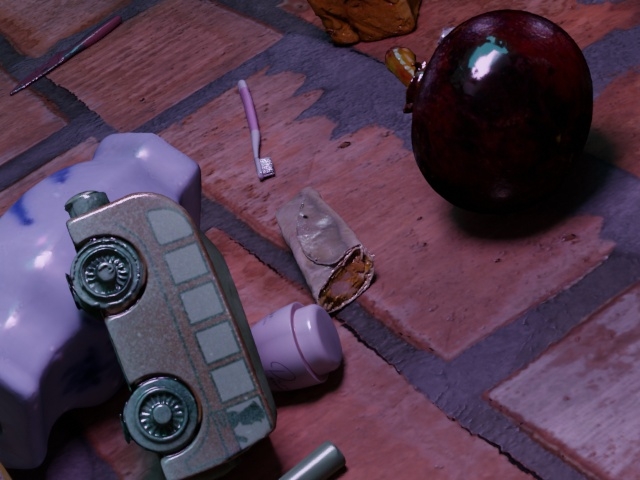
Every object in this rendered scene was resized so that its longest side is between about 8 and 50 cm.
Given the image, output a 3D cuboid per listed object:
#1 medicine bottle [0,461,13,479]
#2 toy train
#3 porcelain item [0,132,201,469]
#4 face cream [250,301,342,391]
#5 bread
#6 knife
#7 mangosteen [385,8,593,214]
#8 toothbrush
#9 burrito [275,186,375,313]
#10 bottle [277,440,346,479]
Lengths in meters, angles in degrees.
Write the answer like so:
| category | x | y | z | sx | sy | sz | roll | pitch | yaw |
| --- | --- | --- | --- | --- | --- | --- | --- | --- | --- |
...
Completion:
| category | x | y | z | sx | sy | sz | roll | pitch | yaw |
| --- | --- | --- | --- | --- | --- | --- | --- | --- | --- |
| medicine bottle | -0.368 | 0.225 | 1.455 | 0.074 | 0.218 | 0.074 | -17 | 32 | 11 |
| toy train | -0.157 | 0.091 | 1.441 | 0.159 | 0.326 | 0.129 | -21 | -8 | -12 |
| porcelain item | -0.282 | 0.059 | 1.631 | 0.179 | 0.242 | 0.405 | 21 | 47 | 15 |
| face cream | -0.032 | 0.116 | 1.520 | 0.095 | 0.091 | 0.091 | -21 | 32 | 18 |
| bread | 0.063 | -0.389 | 2.140 | 0.149 | 0.143 | 0.158 | -13 | 38 | 16 |
| knife | -0.447 | -0.327 | 2.483 | 0.247 | 0.018 | 0.035 | -38 | 38 | -19 |
| mangosteen | 0.178 | -0.158 | 1.627 | 0.261 | 0.235 | 0.235 | 25 | 53 | 24 |
| toothbrush | -0.094 | -0.162 | 2.023 | 0.025 | 0.020 | 0.286 | -15 | 33 | -1 |
| burrito | 0.000 | 0.000 | 1.691 | 0.087 | 0.060 | 0.226 | -31 | 34 | -2 |
| bottle | -0.015 | 0.233 | 1.396 | 0.083 | 0.030 | 0.030 | -36 | 35 | -17 |
